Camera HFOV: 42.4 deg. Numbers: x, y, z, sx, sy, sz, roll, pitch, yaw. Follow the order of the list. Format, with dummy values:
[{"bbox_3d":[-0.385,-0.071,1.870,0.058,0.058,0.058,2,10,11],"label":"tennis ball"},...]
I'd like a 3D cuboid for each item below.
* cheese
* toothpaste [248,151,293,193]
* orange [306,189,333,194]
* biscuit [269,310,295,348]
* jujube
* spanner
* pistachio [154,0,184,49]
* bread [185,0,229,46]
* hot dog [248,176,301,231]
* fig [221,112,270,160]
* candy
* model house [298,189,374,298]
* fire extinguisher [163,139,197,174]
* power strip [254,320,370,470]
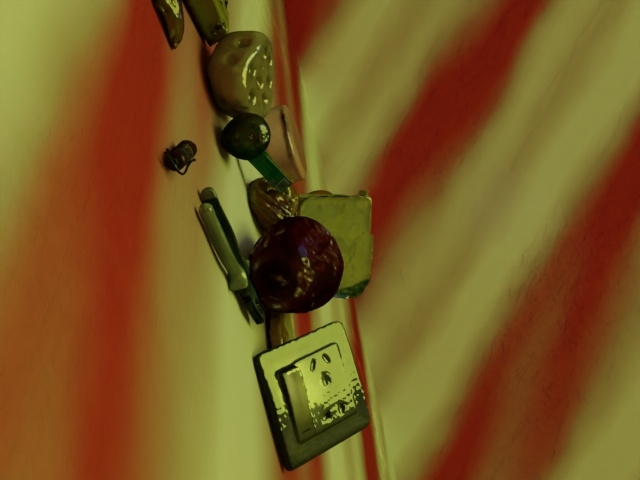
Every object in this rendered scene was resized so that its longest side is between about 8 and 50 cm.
[{"bbox_3d":[-0.185,-0.390,1.984,0.235,0.117,0.218,-55,148,-55],"label":"cheese"},{"bbox_3d":[-0.142,-0.194,2.048,0.178,0.043,0.037,46,15,-11],"label":"toothpaste"},{"bbox_3d":[-0.003,-0.081,2.750,0.177,0.155,0.177,-10,90,-75],"label":"orange"},{"bbox_3d":[-0.077,0.286,1.930,0.204,0.040,0.309,57,20,-69],"label":"biscuit"},{"bbox_3d":[-0.059,0.061,1.873,0.318,0.223,0.223,-35,111,-78],"label":"jujube"},{"bbox_3d":[-0.174,0.043,1.661,0.096,0.040,0.325,-92,164,-57],"label":"spanner"},{"bbox_3d":[-0.301,-0.473,1.655,0.089,0.049,0.173,-76,150,-74],"label":"pistachio"},{"bbox_3d":[-0.292,-0.620,1.886,0.361,0.077,0.138,64,15,-58],"label":"bread"},{"bbox_3d":[-0.099,-0.068,2.148,0.259,0.114,0.175,65,12,-59],"label":"hot dog"},{"bbox_3d":[-0.180,-0.241,1.940,0.177,0.117,0.117,-178,-107,-75],"label":"fig"},{"bbox_3d":[-0.115,-0.299,2.544,0.255,0.094,0.255,-14,90,-83],"label":"candy"},{"bbox_3d":[0.000,0.000,2.518,0.266,0.261,0.321,-164,-105,-69],"label":"model house"},{"bbox_3d":[-0.250,-0.147,1.466,0.132,0.039,0.056,-82,147,-72],"label":"fire extinguisher"},{"bbox_3d":[-0.027,0.330,1.793,0.251,0.092,0.257,-19,95,-46],"label":"power strip"}]
